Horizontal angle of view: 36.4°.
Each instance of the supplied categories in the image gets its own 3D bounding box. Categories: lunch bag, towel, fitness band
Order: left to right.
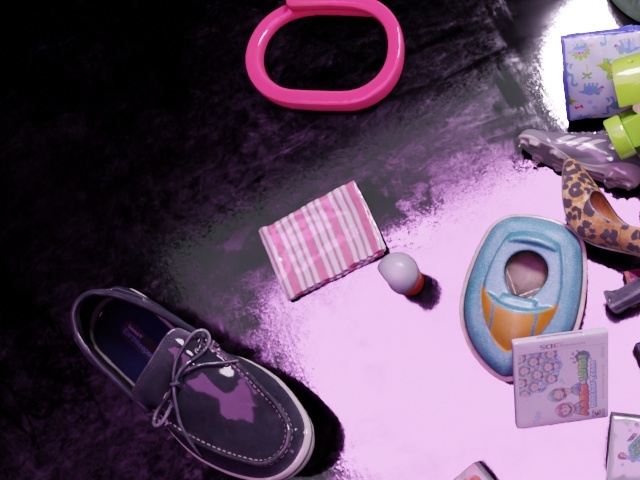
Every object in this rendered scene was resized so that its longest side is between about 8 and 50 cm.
[{"bbox_3d":[0.000,0.000,1.679,0.197,0.029,0.144,-27,73,9],"label":"towel"},{"bbox_3d":[0.007,-0.334,1.733,0.291,0.054,0.209,4,83,18],"label":"fitness band"},{"bbox_3d":[0.446,-0.272,1.537,0.129,0.151,0.096,-5,52,15],"label":"lunch bag"}]

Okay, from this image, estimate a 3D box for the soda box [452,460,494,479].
[{"bbox_3d":[0.194,0.425,1.523,0.183,0.063,0.058,-41,72,6],"label":"soda box"}]

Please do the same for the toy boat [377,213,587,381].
[{"bbox_3d":[0.251,0.078,1.530,0.318,0.148,0.267,8,82,17],"label":"toy boat"}]

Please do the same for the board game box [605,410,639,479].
[{"bbox_3d":[0.558,0.305,1.361,0.303,0.224,0.097,5,83,17],"label":"board game box"}]

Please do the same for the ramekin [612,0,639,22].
[{"bbox_3d":[0.592,-0.500,1.545,0.303,0.148,0.303,-3,79,15],"label":"ramekin"}]

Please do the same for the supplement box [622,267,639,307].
[{"bbox_3d":[0.518,0.068,1.511,0.083,0.043,0.055,-15,74,12],"label":"supplement box"}]

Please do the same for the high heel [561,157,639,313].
[{"bbox_3d":[0.470,-0.042,1.452,0.186,0.093,0.261,-36,64,42],"label":"high heel"}]

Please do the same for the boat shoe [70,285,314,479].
[{"bbox_3d":[-0.228,0.230,1.609,0.500,0.156,0.186,33,87,25],"label":"boat shoe"}]

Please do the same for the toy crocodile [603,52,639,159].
[{"bbox_3d":[0.524,-0.122,1.474,0.115,0.105,0.340,-27,104,20],"label":"toy crocodile"}]

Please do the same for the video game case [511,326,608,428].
[{"bbox_3d":[0.364,0.210,1.478,0.143,0.019,0.157,-8,116,0],"label":"video game case"}]

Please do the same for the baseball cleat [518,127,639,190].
[{"bbox_3d":[0.429,-0.152,1.576,0.206,0.072,0.109,25,73,15],"label":"baseball cleat"}]

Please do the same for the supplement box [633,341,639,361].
[{"bbox_3d":[0.516,0.186,1.467,0.056,0.083,0.083,-21,74,11],"label":"supplement box"}]
